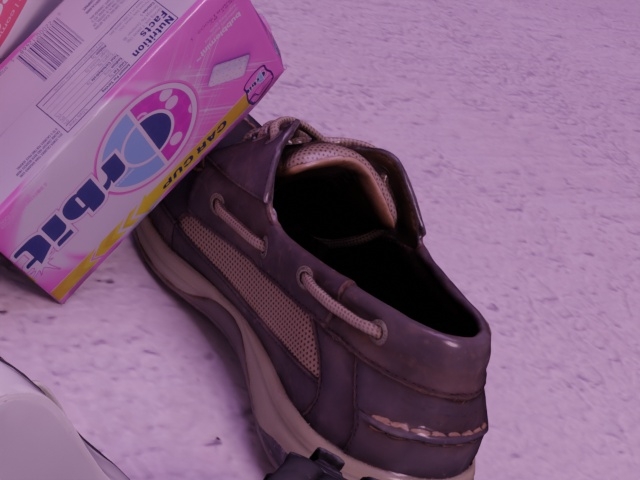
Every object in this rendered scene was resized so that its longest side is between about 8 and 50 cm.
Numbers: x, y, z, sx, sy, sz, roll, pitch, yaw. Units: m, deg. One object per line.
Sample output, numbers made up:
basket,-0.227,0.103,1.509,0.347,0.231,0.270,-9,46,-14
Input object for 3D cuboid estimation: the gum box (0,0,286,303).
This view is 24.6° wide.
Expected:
gum box,-0.106,-0.069,0.755,0.062,0.188,0.107,40,-8,23

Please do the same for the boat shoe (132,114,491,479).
boat shoe,0.000,0.000,0.811,0.132,0.130,0.355,6,31,-35

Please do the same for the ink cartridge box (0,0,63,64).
ink cartridge box,-0.231,-0.159,0.798,0.207,0.117,0.283,28,-1,4

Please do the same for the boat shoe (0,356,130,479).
boat shoe,-0.105,0.082,0.483,0.078,0.219,0.070,-38,62,-18

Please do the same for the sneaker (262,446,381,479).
sneaker,0.056,0.140,0.641,0.296,0.104,0.147,-16,53,-47
